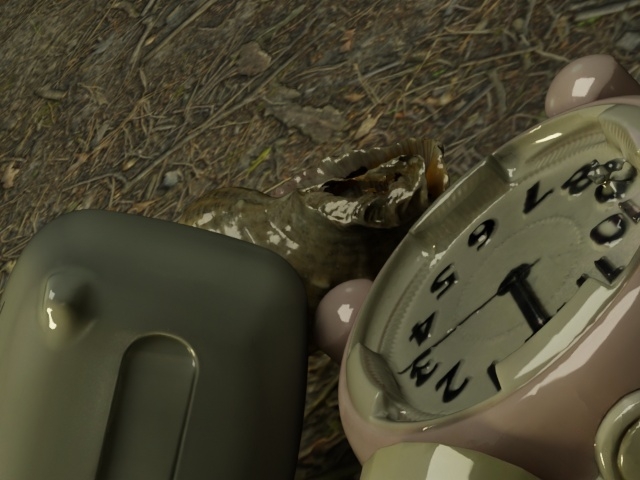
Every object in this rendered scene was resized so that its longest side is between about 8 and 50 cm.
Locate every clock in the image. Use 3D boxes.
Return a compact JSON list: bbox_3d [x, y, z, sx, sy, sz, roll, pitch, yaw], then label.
[{"bbox_3d":[0.151,0.057,0.806,0.342,0.184,0.326,-49,15,9],"label":"clock"}]

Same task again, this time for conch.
[{"bbox_3d":[0.002,0.016,1.131,0.291,0.159,0.210,-10,9,39],"label":"conch"}]

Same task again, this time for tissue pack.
[{"bbox_3d":[-0.132,0.151,0.931,0.236,0.229,0.333,159,123,-86],"label":"tissue pack"}]
